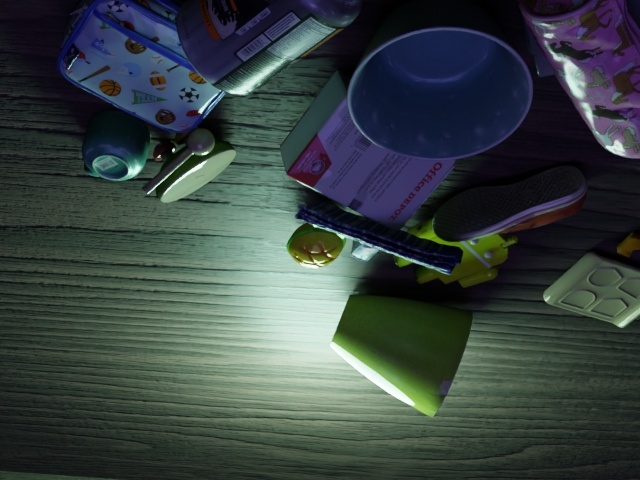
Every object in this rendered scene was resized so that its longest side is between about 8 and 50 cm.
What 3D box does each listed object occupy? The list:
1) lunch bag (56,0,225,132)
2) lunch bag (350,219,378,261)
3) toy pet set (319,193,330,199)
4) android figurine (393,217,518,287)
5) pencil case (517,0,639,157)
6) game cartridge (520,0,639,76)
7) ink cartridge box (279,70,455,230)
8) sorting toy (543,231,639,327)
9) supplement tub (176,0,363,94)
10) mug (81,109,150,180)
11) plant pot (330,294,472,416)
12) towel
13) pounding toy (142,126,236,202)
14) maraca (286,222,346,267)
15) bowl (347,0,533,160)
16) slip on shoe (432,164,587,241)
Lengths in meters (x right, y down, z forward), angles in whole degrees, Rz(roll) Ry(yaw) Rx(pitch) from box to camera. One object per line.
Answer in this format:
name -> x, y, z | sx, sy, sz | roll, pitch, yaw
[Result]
lunch bag -> -0.306, -0.337, 1.687 | 0.303, 0.114, 0.243 | 25, 136, -27
lunch bag -> 0.106, -0.005, 2.116 | 0.053, 0.071, 0.083 | 26, 140, -20
toy pet set -> 0.046, -0.115, 1.981 | 0.114, 0.065, 0.122 | -1, 143, 6
android figurine -> 0.310, 0.021, 2.147 | 0.273, 0.056, 0.248 | -21, 136, 32
pencil case -> 0.462, -0.298, 1.538 | 0.167, 0.160, 0.386 | -31, 132, 19
game cartridge -> 0.435, -0.427, 1.546 | 0.230, 0.068, 0.355 | -5, 142, 18
ink cartridge box -> 0.091, -0.166, 1.826 | 0.273, 0.114, 0.197 | 27, 116, -26
sorting toy -> 0.698, 0.087, 2.216 | 0.229, 0.041, 0.307 | 20, 140, -13
supplement tub -> -0.067, -0.386, 1.531 | 0.316, 0.193, 0.194 | -29, 132, 34
mug -> -0.416, -0.174, 1.917 | 0.130, 0.097, 0.157 | 9, 142, -7
plant pot -> 0.183, 0.247, 2.316 | 0.294, 0.274, 0.274 | 22, 142, 2
towel -> 0.129, -0.017, 1.936 | 0.336, 0.243, 0.040 | 20, 100, 9
pounding toy -> -0.278, -0.172, 1.888 | 0.183, 0.110, 0.237 | -36, 174, 3
maraca -> 0.000, 0.000, 2.104 | 0.127, 0.099, 0.186 | 11, 148, -28
bowl -> 0.205, -0.300, 1.645 | 0.312, 0.163, 0.311 | 3, 143, 2
slip on shoe -> 0.397, -0.060, 1.984 | 0.332, 0.123, 0.101 | -17, 143, 17
